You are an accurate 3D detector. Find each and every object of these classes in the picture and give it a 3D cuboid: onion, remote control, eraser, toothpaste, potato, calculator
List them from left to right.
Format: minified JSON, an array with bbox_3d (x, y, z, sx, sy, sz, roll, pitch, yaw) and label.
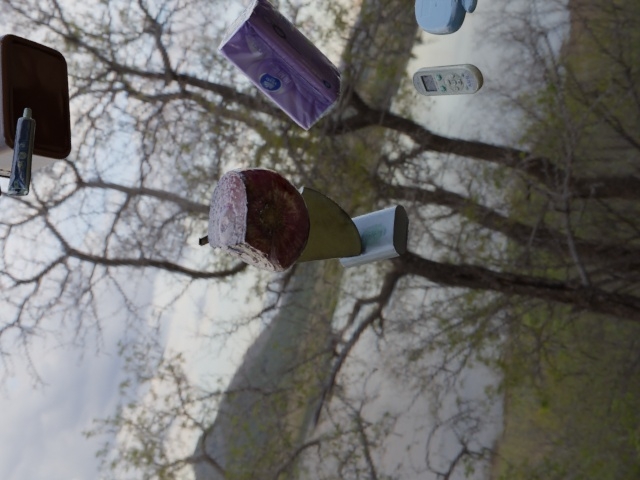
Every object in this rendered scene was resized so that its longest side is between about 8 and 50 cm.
[{"bbox_3d":[-0.646,-0.192,1.668,0.035,0.057,0.197,28,-116,-70],"label":"toothpaste"},{"bbox_3d":[-0.142,-0.052,1.935,0.272,0.230,0.256,37,114,61],"label":"onion"},{"bbox_3d":[0.000,0.000,2.440,0.269,0.255,0.112,-71,17,-8],"label":"potato"},{"bbox_3d":[0.171,-0.010,2.487,0.081,0.227,0.174,32,-124,-40],"label":"eraser"},{"bbox_3d":[0.339,-0.658,2.098,0.302,0.042,0.188,-148,61,-67],"label":"calculator"},{"bbox_3d":[0.332,-0.420,2.004,0.042,0.221,0.078,-43,-59,-27],"label":"remote control"}]

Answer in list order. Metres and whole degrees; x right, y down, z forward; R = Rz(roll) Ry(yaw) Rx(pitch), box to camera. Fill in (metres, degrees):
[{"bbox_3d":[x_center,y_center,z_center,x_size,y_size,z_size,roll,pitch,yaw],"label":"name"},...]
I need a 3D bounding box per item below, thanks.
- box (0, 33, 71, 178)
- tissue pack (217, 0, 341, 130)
[{"bbox_3d":[-0.842,-0.364,2.093,0.239,0.229,0.340,8,-106,-58],"label":"box"},{"bbox_3d":[-0.104,-0.490,2.131,0.160,0.338,0.242,-39,21,25],"label":"tissue pack"}]
